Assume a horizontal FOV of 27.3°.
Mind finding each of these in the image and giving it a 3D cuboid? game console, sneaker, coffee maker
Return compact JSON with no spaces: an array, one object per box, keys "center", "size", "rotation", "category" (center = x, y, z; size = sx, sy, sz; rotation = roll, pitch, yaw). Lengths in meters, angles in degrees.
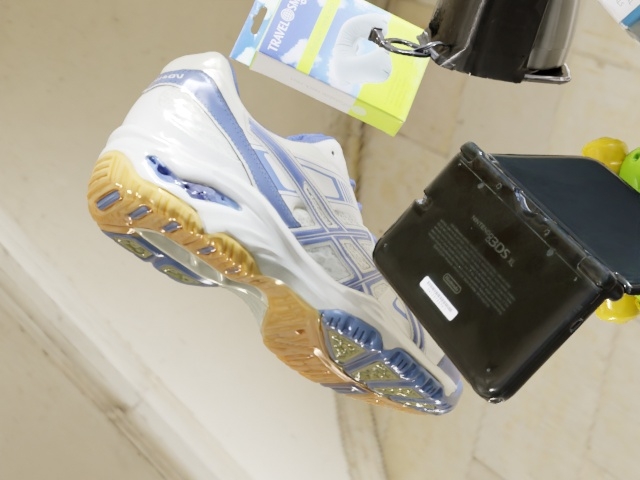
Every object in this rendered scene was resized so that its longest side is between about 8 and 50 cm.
[{"center":[0.099,0.012,0.580],"size":[0.107,0.122,0.071],"rotation":[-48,-53,8],"category":"game console"},{"center":[0.000,0.000,0.826],"size":[0.296,0.111,0.131],"rotation":[41,-121,-30],"category":"sneaker"},{"center":[0.151,-0.227,1.066],"size":[0.171,0.120,0.178],"rotation":[-10,-54,-37],"category":"coffee maker"}]

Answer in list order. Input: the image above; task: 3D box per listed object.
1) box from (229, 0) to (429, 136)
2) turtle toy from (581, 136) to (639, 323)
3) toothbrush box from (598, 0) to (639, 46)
[{"center":[0.014,-0.188,1.279],"size":[0.178,0.042,0.109],"rotation":[25,-114,-6],"category":"box"},{"center":[0.183,-0.008,0.641],"size":[0.066,0.130,0.095],"rotation":[-3,-92,-27],"category":"turtle toy"},{"center":[0.215,-0.270,0.672],"size":[0.295,0.216,0.126],"rotation":[-41,-19,16],"category":"toothbrush box"}]
